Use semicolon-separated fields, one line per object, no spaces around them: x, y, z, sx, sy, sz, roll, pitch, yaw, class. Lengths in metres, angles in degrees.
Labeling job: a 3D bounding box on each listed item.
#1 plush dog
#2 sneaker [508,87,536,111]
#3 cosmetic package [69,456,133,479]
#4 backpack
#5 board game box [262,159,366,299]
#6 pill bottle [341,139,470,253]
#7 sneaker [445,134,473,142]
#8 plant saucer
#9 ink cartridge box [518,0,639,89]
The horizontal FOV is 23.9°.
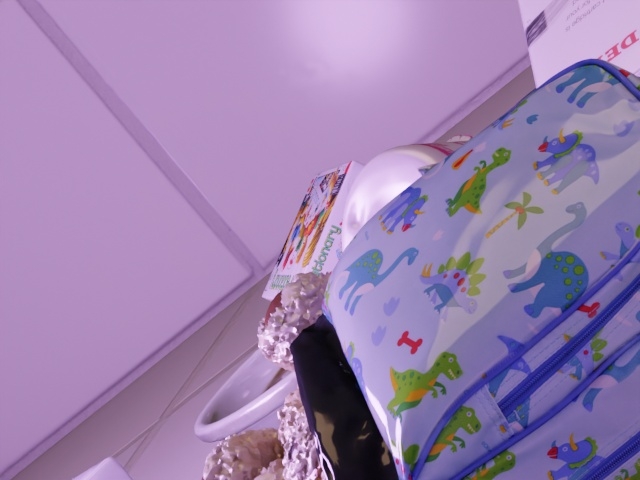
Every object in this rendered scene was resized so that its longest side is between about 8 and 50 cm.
0.029;0.187;1.290;0.225;0.210;0.262;-121;53;-71;plush dog
0.314;-0.162;2.293;0.319;0.112;0.131;-37;9;20;sneaker
-0.374;0.445;1.795;0.453;0.161;0.230;-35;7;45;cosmetic package
0.154;0.051;1.016;0.355;0.273;0.290;-25;30;4;backpack
0.000;0.000;1.986;0.305;0.053;0.193;172;121;-81;board game box
0.170;-0.010;1.296;0.283;0.160;0.160;-7;-19;-41;pill bottle
0.223;-0.078;2.118;0.111;0.103;0.252;-55;22;-17;sneaker
0.022;0.140;1.887;0.400;0.100;0.400;-40;5;4;plant saucer
0.377;-0.282;1.668;0.285;0.166;0.395;-37;37;31;ink cartridge box
